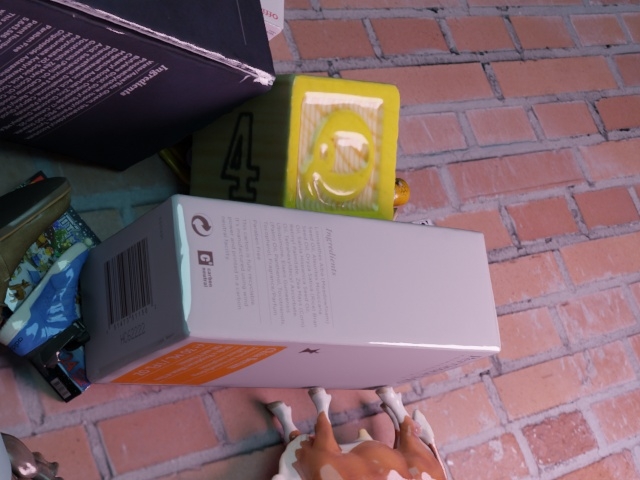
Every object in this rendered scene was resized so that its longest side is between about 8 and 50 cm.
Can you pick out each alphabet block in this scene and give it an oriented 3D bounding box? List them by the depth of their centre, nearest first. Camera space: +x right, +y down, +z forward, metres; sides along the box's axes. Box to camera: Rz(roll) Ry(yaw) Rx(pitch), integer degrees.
[{"bbox_3d":[-0.035,-0.110,1.686,0.192,0.197,0.193,-2,96,-43],"label":"alphabet block"}]

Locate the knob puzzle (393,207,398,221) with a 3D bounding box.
[{"bbox_3d":[0.000,0.000,1.762,0.213,0.213,0.030,-23,109,-44],"label":"knob puzzle"}]

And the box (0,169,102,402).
[{"bbox_3d":[-0.314,0.051,1.550,0.233,0.044,0.159,50,47,-6],"label":"box"}]

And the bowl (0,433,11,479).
[{"bbox_3d":[-0.413,0.237,1.228,0.163,0.311,0.311,58,42,-27],"label":"bowl"}]

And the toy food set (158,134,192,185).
[{"bbox_3d":[-0.168,-0.164,1.767,0.218,0.071,0.128,48,46,-8],"label":"toy food set"}]

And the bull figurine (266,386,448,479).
[{"bbox_3d":[0.030,0.285,1.670,0.310,0.101,0.188,7,62,-37],"label":"bull figurine"}]

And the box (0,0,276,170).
[{"bbox_3d":[-0.341,-0.386,1.526,0.471,0.297,0.480,13,59,-48],"label":"box"}]

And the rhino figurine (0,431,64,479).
[{"bbox_3d":[-0.353,0.307,1.364,0.106,0.073,0.243,38,50,-23],"label":"rhino figurine"}]

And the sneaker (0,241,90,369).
[{"bbox_3d":[-0.287,0.077,1.484,0.084,0.058,0.152,39,54,-9],"label":"sneaker"}]

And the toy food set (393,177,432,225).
[{"bbox_3d":[0.095,0.033,1.848,0.104,0.111,0.232,-11,80,-42],"label":"toy food set"}]

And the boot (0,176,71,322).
[{"bbox_3d":[-0.376,0.050,1.430,0.305,0.112,0.115,-44,114,-20],"label":"boot"}]

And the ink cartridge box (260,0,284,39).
[{"bbox_3d":[-0.112,-0.372,1.929,0.109,0.063,0.150,19,57,-31],"label":"ink cartridge box"}]

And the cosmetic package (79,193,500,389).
[{"bbox_3d":[-0.031,0.077,1.573,0.453,0.230,0.162,5,69,-36],"label":"cosmetic package"}]
